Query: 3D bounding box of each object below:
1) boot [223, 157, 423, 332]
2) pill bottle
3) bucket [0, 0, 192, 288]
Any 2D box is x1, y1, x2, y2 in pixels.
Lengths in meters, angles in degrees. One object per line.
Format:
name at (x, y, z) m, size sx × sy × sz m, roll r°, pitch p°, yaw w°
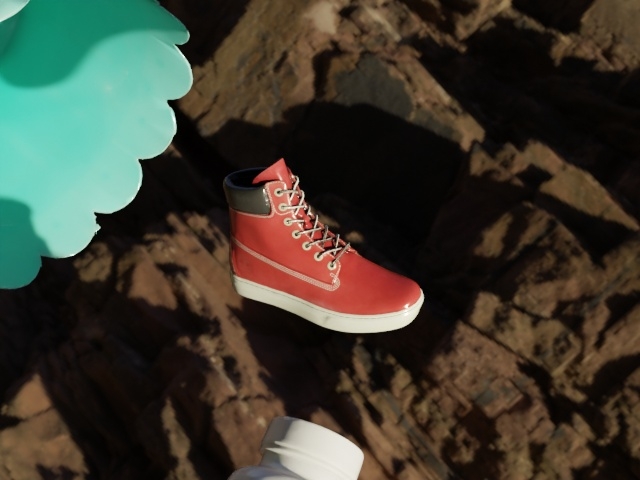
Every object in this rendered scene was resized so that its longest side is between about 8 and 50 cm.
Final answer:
boot at (0.000, 0.000, 0.933) m, size 0.244 × 0.088 × 0.176 m, roll 14°, pitch -55°, yaw 21°
pill bottle at (-0.050, 0.330, 0.857) m, size 0.152 × 0.272 × 0.152 m, roll 19°, pitch -26°, yaw 10°
bucket at (-0.252, -0.111, 0.596) m, size 0.183 × 0.281 × 0.281 m, roll 39°, pitch -1°, yaw 16°
